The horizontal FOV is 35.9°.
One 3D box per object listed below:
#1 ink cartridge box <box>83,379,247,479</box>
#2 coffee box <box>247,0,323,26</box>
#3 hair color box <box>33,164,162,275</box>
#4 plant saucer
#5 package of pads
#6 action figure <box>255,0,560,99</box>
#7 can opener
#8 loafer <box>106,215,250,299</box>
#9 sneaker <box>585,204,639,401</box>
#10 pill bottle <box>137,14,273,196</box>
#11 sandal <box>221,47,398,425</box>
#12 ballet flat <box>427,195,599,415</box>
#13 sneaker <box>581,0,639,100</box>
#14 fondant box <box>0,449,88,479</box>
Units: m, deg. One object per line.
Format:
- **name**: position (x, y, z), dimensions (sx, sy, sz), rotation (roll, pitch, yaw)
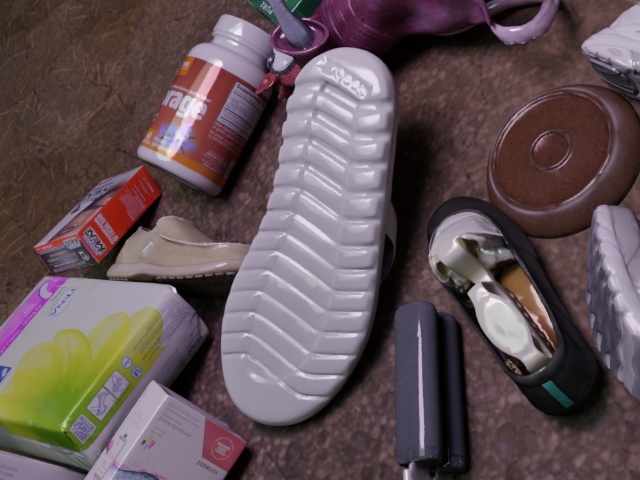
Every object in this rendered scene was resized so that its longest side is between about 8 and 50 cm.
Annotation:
- **ink cartridge box**: position (-0.186, 0.268, 1.068), dimensions (0.198, 0.115, 0.067), rotation (-57, 25, -7)
- **coffee box**: position (-0.011, -0.368, 1.326), dimensions (0.184, 0.040, 0.113), rotation (-52, 45, 7)
- **hair color box**: position (-0.300, -0.029, 1.339), dimensions (0.093, 0.053, 0.167), rotation (-15, 29, 35)
- **plant saucer**: position (0.232, -0.085, 0.973), dimensions (0.168, 0.029, 0.168), rotation (-21, 55, 33)
- **package of pads**: position (-0.302, 0.153, 1.219), dimensions (0.297, 0.101, 0.229), rotation (2, 46, 43)
- **action figure**: position (0.068, -0.266, 1.149), dimensions (0.370, 0.276, 0.248), rotation (-42, 7, 39)
- **can opener**: position (0.089, 0.194, 0.919), dimensions (0.093, 0.074, 0.280), rotation (-15, 59, 36)
- **loafer**: position (-0.169, 0.017, 1.220), dimensions (0.269, 0.102, 0.092), rotation (-2, 71, 43)
- **sneaker**: position (0.298, 0.080, 0.803), dimensions (0.115, 0.105, 0.281), rotation (-12, 49, -3)
- **pill bottle**: position (-0.138, -0.176, 1.281), dimensions (0.121, 0.121, 0.216), rotation (23, 84, 45)
- **sandal**: position (0.013, 0.005, 1.068), dimensions (0.169, 0.102, 0.416), rotation (20, 98, 27)
- **ballet flat**: position (0.163, 0.039, 0.920), dimensions (0.095, 0.096, 0.280), rotation (-46, 45, 15)
- **sneaker**: position (0.344, -0.166, 0.877), dimensions (0.115, 0.090, 0.232), rotation (-51, 46, 3)
- **fondant box**: position (-0.371, 0.406, 1.096), dimensions (0.096, 0.238, 0.330), rotation (1, 69, 44)
